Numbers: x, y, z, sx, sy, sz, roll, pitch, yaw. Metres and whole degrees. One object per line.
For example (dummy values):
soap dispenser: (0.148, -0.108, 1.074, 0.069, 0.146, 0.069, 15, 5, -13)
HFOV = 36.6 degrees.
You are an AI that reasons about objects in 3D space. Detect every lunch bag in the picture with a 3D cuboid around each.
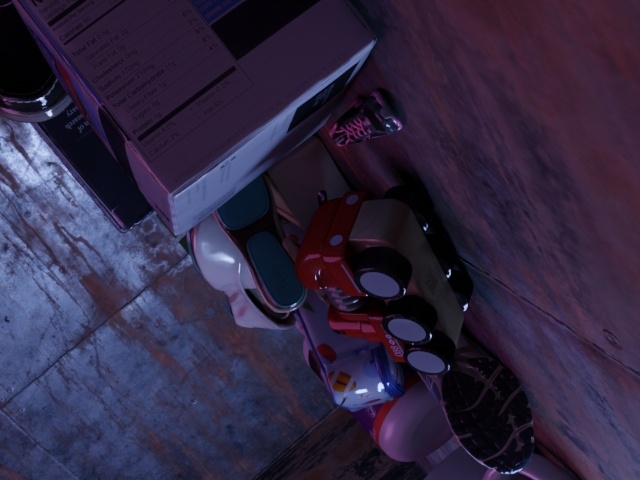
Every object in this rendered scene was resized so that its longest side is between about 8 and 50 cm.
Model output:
lunch bag: (0.034, 0.097, 1.432, 0.243, 0.115, 0.303, 46, -154, -71)

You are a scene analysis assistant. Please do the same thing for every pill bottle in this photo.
pill bottle: (0.094, 0.204, 1.628, 0.323, 0.181, 0.181, 44, 169, 39)

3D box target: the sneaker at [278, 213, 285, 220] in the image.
sneaker: (-0.097, -0.057, 1.722, 0.086, 0.085, 0.237, -6, -102, -65)

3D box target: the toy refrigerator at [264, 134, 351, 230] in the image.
toy refrigerator: (-0.064, -0.105, 1.410, 0.102, 0.094, 0.269, 58, 170, -25)

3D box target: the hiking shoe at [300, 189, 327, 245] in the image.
hiking shoe: (0.076, 0.023, 1.242, 0.227, 0.086, 0.114, 26, 127, 18)

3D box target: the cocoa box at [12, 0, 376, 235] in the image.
cocoa box: (-0.125, -0.174, 0.961, 0.228, 0.231, 0.347, 52, 171, -1)

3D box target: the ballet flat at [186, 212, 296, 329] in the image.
ballet flat: (-0.100, 0.043, 1.522, 0.139, 0.139, 0.400, 47, 168, 23)

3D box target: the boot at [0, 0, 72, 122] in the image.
boot: (-0.328, -0.354, 1.089, 0.138, 0.377, 0.284, 9, 158, 5)

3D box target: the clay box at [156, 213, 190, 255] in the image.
clay box: (-0.149, -0.066, 1.606, 0.127, 0.222, 0.053, 48, 171, 23)

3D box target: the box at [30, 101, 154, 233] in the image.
box: (-0.413, -0.314, 1.675, 0.471, 0.297, 0.480, 56, 170, -23)

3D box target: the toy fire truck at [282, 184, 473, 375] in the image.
toy fire truck: (0.032, 0.034, 1.124, 0.246, 0.158, 0.217, -2, 139, 31)

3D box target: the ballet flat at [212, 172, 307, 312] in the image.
ballet flat: (-0.089, -0.020, 1.293, 0.086, 0.086, 0.248, -170, 59, -78)

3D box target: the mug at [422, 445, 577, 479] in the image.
mug: (0.315, 0.479, 1.496, 0.328, 0.276, 0.374, 39, 137, 31)

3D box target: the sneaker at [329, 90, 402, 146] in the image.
sneaker: (0.040, -0.113, 0.960, 0.047, 0.057, 0.119, 54, 170, -9)

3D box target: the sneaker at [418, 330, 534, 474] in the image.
sneaker: (0.204, 0.198, 1.345, 0.283, 0.110, 0.122, 57, -179, 26)
